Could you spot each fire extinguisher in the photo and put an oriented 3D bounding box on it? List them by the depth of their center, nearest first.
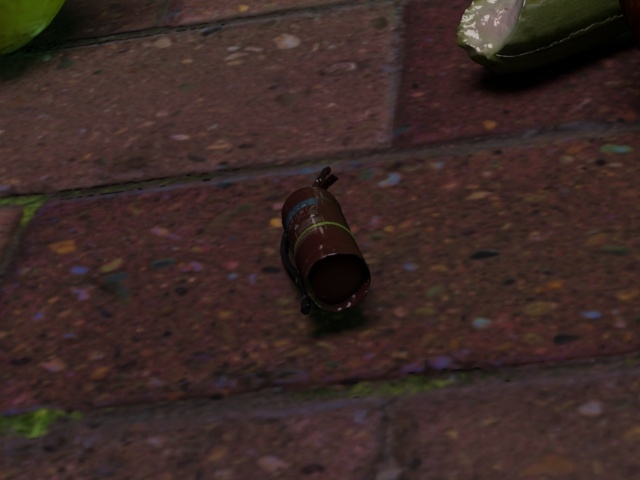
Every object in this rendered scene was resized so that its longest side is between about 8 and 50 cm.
[{"bbox_3d":[0.000,0.000,0.966,0.056,0.039,0.132,-51,20,11],"label":"fire extinguisher"}]

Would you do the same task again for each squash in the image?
[{"bbox_3d":[0.196,-0.174,1.156,0.238,0.069,0.069,-24,33,-20],"label":"squash"}]

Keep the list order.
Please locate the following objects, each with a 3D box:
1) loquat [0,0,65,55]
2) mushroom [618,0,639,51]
[{"bbox_3d":[-0.292,-0.235,1.330,0.213,0.213,0.213,-9,31,6],"label":"loquat"},{"bbox_3d":[0.300,-0.176,1.014,0.267,0.254,0.267,-34,18,13],"label":"mushroom"}]
